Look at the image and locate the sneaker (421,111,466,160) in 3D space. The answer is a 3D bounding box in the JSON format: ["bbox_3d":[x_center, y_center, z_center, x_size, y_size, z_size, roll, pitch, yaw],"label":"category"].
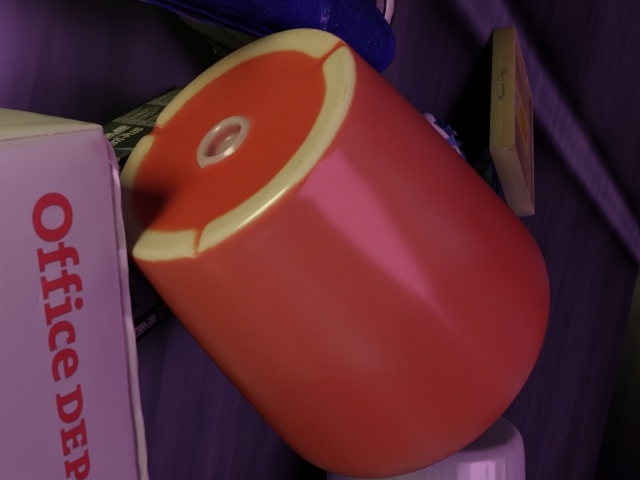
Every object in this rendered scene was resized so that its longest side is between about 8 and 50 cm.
[{"bbox_3d":[0.176,-0.141,1.002,0.144,0.053,0.059,14,87,-56],"label":"sneaker"}]

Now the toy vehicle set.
[{"bbox_3d":[0.308,-0.191,1.104,0.166,0.035,0.267,56,36,-46],"label":"toy vehicle set"}]

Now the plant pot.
[{"bbox_3d":[0.000,0.000,0.516,0.243,0.275,0.275,47,63,-39],"label":"plant pot"}]

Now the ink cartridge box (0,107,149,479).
[{"bbox_3d":[-0.296,0.099,0.329,0.395,0.166,0.285,-21,118,-49],"label":"ink cartridge box"}]

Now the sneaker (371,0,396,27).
[{"bbox_3d":[0.016,-0.213,0.730,0.097,0.084,0.234,-8,107,-52],"label":"sneaker"}]

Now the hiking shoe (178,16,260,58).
[{"bbox_3d":[-0.054,-0.139,0.649,0.227,0.086,0.114,34,116,-29],"label":"hiking shoe"}]

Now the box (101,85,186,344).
[{"bbox_3d":[-0.138,-0.028,0.583,0.180,0.077,0.147,-42,133,-39],"label":"box"}]

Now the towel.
[{"bbox_3d":[-0.084,-0.239,0.522,0.308,0.076,0.227,4,54,-55],"label":"towel"}]

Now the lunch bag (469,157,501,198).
[{"bbox_3d":[0.231,0.015,1.094,0.293,0.138,0.221,-49,136,-52],"label":"lunch bag"}]

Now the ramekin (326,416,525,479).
[{"bbox_3d":[0.139,0.305,0.920,0.277,0.277,0.135,-1,95,-54],"label":"ramekin"}]
